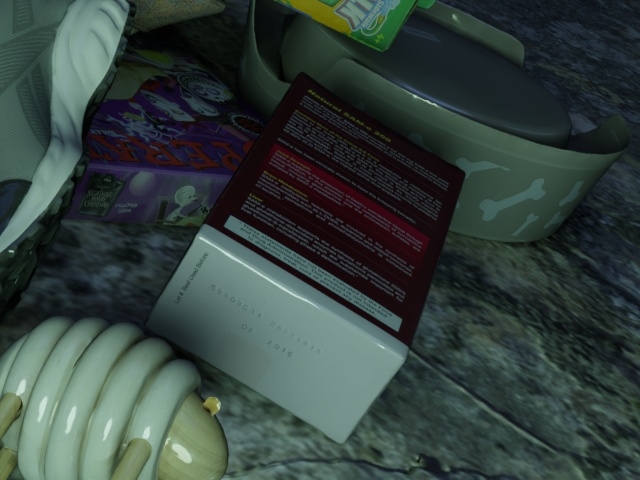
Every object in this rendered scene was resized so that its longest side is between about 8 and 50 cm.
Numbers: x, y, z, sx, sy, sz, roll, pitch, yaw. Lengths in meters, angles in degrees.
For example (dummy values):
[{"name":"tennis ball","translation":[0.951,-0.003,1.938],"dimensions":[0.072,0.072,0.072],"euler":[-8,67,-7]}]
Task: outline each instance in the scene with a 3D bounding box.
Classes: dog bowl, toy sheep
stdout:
[{"name":"dog bowl","translation":[0.085,-0.119,1.255],"dimensions":[0.348,0.102,0.349],"euler":[22,21,-9]},{"name":"toy sheep","translation":[-0.101,0.074,0.641],"dimensions":[0.132,0.091,0.091],"euler":[22,21,7]}]

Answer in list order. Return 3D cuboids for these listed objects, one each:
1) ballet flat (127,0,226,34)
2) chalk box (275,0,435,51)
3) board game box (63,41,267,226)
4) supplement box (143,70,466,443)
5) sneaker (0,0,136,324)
[{"name":"ballet flat","translation":[-0.206,-0.206,1.130],"dimensions":[0.316,0.106,0.107],"euler":[30,7,30]},{"name":"chalk box","translation":[0.019,-0.240,1.131],"dimensions":[0.213,0.132,0.132],"euler":[21,20,-25]},{"name":"board game box","translation":[-0.177,-0.082,0.968],"dimensions":[0.347,0.056,0.208],"euler":[3,35,-44]},{"name":"supplement box","translation":[0.000,0.000,0.870],"dimensions":[0.130,0.073,0.239],"euler":[32,30,-3]},{"name":"sneaker","translation":[-0.175,-0.054,0.775],"dimensions":[0.108,0.100,0.271],"euler":[23,37,-16]}]
